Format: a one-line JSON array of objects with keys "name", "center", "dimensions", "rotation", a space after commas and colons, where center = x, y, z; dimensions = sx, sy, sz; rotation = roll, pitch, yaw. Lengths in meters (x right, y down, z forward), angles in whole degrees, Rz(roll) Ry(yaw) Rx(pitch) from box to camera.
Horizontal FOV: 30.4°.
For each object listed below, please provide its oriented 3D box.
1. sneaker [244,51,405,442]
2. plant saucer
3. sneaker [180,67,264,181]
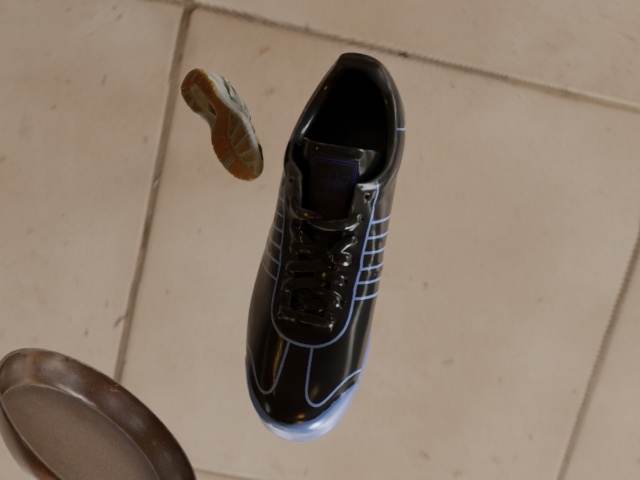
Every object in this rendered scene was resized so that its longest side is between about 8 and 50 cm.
[{"name": "sneaker", "center": [0.000, 0.000, 0.700], "dimensions": [0.081, 0.090, 0.232], "rotation": [9, 74, 9]}, {"name": "plant saucer", "center": [-0.157, 0.141, 0.807], "dimensions": [0.168, 0.168, 0.029], "rotation": [39, 101, -11]}, {"name": "sneaker", "center": [-0.052, -0.073, 0.732], "dimensions": [0.032, 0.037, 0.083], "rotation": [-39, 69, 28]}]
